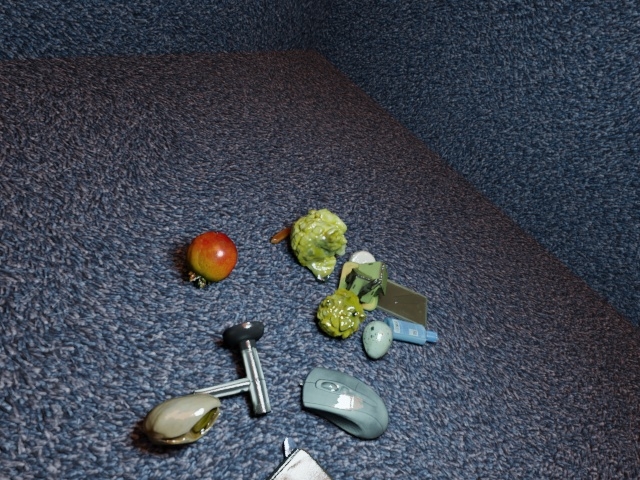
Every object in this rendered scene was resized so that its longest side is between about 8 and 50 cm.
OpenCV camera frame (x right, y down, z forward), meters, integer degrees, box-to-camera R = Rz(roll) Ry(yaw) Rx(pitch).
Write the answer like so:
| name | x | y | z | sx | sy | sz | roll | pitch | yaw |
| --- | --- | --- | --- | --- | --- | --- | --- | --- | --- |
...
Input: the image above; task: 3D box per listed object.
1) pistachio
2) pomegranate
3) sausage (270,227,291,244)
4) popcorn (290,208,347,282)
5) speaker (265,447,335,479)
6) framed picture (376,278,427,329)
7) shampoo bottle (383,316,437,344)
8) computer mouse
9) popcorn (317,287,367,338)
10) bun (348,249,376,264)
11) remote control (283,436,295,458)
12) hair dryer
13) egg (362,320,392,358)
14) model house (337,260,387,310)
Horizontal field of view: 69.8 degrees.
| name | x | y | z | sx | sy | sz | roll | pitch | yaw |
| --- | --- | --- | --- | --- | --- | --- | --- | --- | --- |
| pistachio | -0.423 | 0.548 | 1.417 | 0.238 | 0.137 | 0.153 | -4 | 40 | -27 |
| pomegranate | -0.440 | 0.076 | 1.836 | 0.210 | 0.210 | 0.235 | 29 | 73 | -2 |
| sausage | -0.190 | -0.020 | 2.194 | 0.041 | 0.039 | 0.131 | 46 | 44 | 7 |
| popcorn | -0.002 | -0.005 | 2.135 | 0.293 | 0.292 | 0.237 | 18 | 24 | -14 |
| speaker | -0.088 | 0.771 | 1.359 | 0.193 | 0.153 | 0.231 | 41 | 49 | 15 |
| framed picture | 0.389 | 0.296 | 2.232 | 0.289 | 0.016 | 0.213 | 24 | 41 | -7 |
| shampoo bottle | 0.413 | 0.419 | 2.088 | 0.259 | 0.061 | 0.103 | 15 | 43 | -17 |
| computer mouse | 0.097 | 0.589 | 1.700 | 0.371 | 0.121 | 0.188 | 24 | 41 | -2 |
| popcorn | 0.092 | 0.307 | 1.923 | 0.189 | 0.169 | 0.218 | 44 | 59 | 13 |
| bun | 0.199 | 0.119 | 2.245 | 0.138 | 0.094 | 0.138 | 2 | 80 | -10 |
| remote control | -0.095 | 0.729 | 1.513 | 0.044 | 0.027 | 0.152 | 10 | 46 | -30 |
| hair dryer | -0.313 | 0.441 | 1.585 | 0.284 | 0.156 | 0.320 | 13 | 51 | -34 |
| egg | 0.237 | 0.418 | 1.937 | 0.131 | 0.131 | 0.164 | 26 | 44 | -5 |
| model house | 0.223 | 0.161 | 2.035 | 0.205 | 0.278 | 0.218 | 18 | 61 | -12 |
